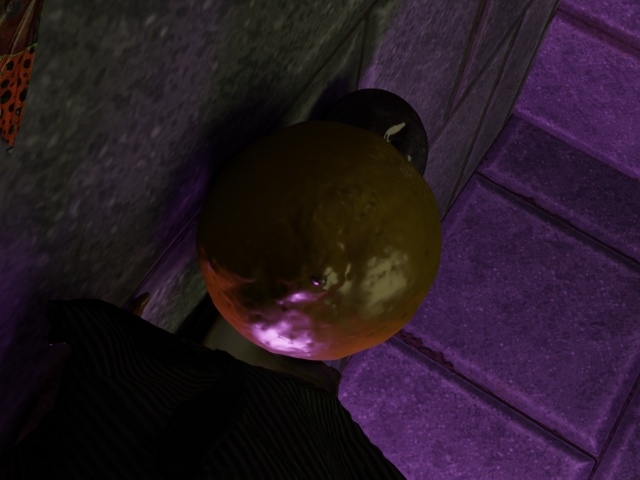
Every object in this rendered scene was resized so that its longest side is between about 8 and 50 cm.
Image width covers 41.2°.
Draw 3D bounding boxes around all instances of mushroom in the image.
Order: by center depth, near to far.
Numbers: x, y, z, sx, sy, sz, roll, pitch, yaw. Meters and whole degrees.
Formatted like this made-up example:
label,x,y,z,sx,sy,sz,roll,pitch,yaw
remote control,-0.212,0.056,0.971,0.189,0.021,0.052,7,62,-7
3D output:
label,x,y,z,sx,sy,sz,roll,pitch,yaw
mushroom,-0.078,0.163,1.025,0.164,0.189,0.267,129,-28,-71

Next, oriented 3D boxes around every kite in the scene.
label,x,y,z,sx,sy,sz,roll,pitch,yaw
kite,-0.153,-0.130,0.400,0.125,0.008,0.222,-59,169,-11

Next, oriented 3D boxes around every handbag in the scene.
label,x,y,z,sx,sy,sz,roll,pitch,yaw
handbag,-0.093,0.195,0.570,0.240,0.340,0.247,30,89,-37

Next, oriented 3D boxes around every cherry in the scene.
label,x,y,z,sx,sy,sz,roll,pitch,yaw
cherry,0.053,-0.092,1.012,0.176,0.139,0.176,18,90,-87

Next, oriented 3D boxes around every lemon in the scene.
label,x,y,z,sx,sy,sz,roll,pitch,yaw
lemon,0.001,-0.001,0.812,0.236,0.235,0.263,-56,162,-12

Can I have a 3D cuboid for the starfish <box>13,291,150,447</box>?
label,x,y,z,sx,sy,sz,roll,pitch,yaw
starfish,-0.207,0.190,0.769,0.294,0.084,0.301,-58,162,-5
